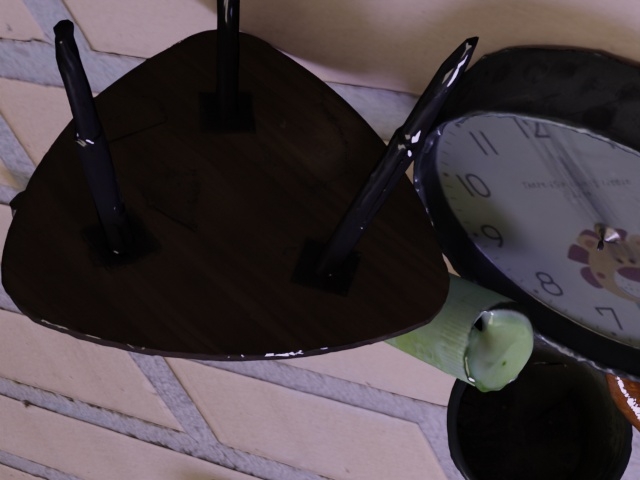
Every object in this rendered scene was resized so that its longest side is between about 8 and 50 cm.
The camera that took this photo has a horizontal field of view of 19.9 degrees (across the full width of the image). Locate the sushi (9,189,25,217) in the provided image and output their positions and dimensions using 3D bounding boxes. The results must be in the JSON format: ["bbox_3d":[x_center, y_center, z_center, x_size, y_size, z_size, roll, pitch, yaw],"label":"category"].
[{"bbox_3d":[-0.274,-0.020,1.835,0.083,0.044,0.046,15,146,37],"label":"sushi"}]

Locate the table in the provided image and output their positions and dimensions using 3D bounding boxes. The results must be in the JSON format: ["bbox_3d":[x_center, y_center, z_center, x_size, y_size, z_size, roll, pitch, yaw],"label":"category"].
[{"bbox_3d":[-0.068,-0.091,1.209,0.317,0.317,0.249,28,142,13],"label":"table"}]

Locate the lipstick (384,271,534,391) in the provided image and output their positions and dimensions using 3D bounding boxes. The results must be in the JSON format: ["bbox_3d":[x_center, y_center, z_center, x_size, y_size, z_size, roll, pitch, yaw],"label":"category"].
[{"bbox_3d":[0.043,0.038,1.452,0.304,0.076,0.076,25,154,46],"label":"lipstick"}]

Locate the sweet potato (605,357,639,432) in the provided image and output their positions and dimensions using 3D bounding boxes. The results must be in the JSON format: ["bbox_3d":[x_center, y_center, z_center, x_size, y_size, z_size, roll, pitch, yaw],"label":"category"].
[{"bbox_3d":[0.320,0.172,1.468,0.255,0.058,0.078,33,158,-6],"label":"sweet potato"}]

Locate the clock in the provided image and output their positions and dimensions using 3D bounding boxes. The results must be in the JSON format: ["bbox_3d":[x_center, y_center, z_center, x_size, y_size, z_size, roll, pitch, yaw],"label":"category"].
[{"bbox_3d":[0.210,-0.007,1.307,0.312,0.061,0.312,27,152,15],"label":"clock"}]

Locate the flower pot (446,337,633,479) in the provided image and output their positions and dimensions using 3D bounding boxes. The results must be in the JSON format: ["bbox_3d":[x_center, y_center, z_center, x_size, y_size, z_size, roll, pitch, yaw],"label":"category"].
[{"bbox_3d":[0.173,0.159,1.531,0.157,0.157,0.107,35,166,-1],"label":"flower pot"}]
